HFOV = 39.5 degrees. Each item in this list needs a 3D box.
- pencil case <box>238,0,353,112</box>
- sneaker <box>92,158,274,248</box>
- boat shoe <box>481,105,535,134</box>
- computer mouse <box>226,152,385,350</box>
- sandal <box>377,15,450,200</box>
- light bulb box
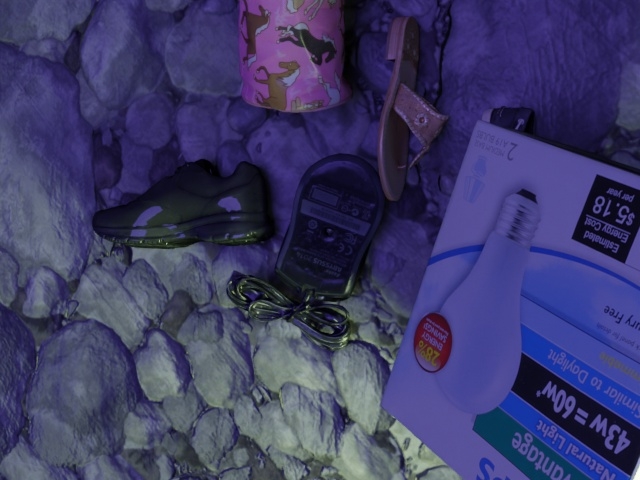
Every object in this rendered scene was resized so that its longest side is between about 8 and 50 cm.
[{"bbox_3d":[-0.034,-0.350,1.108,0.160,0.167,0.386,25,125,44],"label":"pencil case"},{"bbox_3d":[-0.202,-0.052,1.307,0.286,0.109,0.130,-3,86,16],"label":"sneaker"},{"bbox_3d":[0.241,-0.066,1.101,0.065,0.075,0.206,-5,87,29],"label":"boat shoe"},{"bbox_3d":[0.000,0.000,1.217,0.189,0.072,0.272,25,111,2],"label":"computer mouse"},{"bbox_3d":[0.127,-0.170,1.141,0.079,0.088,0.239,2,89,27],"label":"sandal"},{"bbox_3d":[0.287,0.103,0.927,0.358,0.225,0.361,34,110,56],"label":"light bulb box"}]
